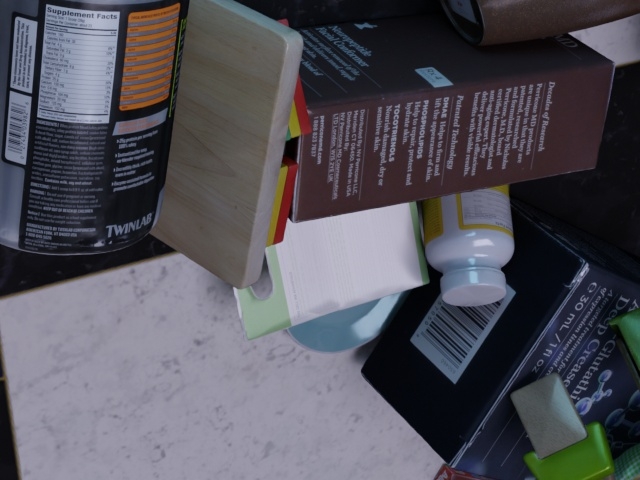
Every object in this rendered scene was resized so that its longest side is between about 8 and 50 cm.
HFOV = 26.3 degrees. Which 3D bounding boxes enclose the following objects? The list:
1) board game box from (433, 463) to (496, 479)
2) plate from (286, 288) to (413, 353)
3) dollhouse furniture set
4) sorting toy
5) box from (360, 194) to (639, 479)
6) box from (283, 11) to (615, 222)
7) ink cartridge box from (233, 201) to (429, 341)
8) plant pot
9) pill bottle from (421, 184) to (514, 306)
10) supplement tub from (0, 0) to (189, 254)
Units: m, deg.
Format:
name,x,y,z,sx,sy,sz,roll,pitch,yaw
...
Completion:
name,x,y,z,sx,sy,sz,roll,pitch,yaw
board game box,0.249,0.416,2.025,0.281,0.027,0.145,18,107,-38
plate,0.033,0.053,1.663,0.188,0.024,0.188,-15,125,-22
dollhouse furniture set,0.351,0.226,1.646,0.197,0.151,0.301,-28,154,11
sorting toy,-0.117,-0.128,1.318,0.089,0.257,0.256,-21,132,-46
box,0.304,0.146,1.751,0.395,0.212,0.294,20,106,-43
box,0.103,-0.145,1.469,0.381,0.191,0.143,-10,123,-27
ink cartridge box,0.000,0.000,1.563,0.235,0.056,0.171,-17,111,-15
plant pot,0.240,-0.304,1.442,0.230,0.215,0.215,-27,129,-10
pill bottle,0.170,-0.022,1.584,0.103,0.184,0.103,-2,158,-1
supplement tub,-0.218,-0.162,1.198,0.193,0.193,0.316,-5,120,-29
